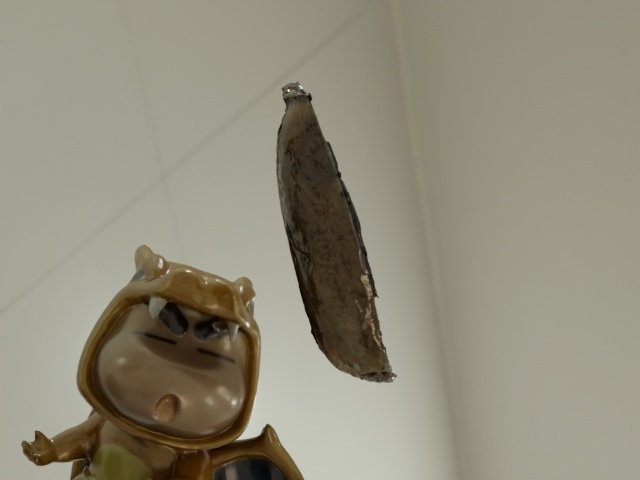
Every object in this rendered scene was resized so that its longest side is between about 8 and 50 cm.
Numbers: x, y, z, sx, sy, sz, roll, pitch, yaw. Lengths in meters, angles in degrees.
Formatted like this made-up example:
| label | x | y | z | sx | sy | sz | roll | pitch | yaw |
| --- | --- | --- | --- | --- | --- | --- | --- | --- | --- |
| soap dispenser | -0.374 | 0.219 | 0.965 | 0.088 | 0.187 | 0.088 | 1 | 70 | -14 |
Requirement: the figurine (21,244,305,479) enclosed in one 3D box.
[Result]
| label | x | y | z | sx | sy | sz | roll | pitch | yaw |
| --- | --- | --- | --- | --- | --- | --- | --- | --- | --- |
| figurine | -0.206 | 0.211 | 1.922 | 0.401 | 0.268 | 0.387 | 16 | -90 | 49 |

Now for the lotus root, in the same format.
| label | x | y | z | sx | sy | sz | roll | pitch | yaw |
| --- | --- | --- | --- | --- | --- | --- | --- | --- | --- |
| lotus root | -0.001 | -0.001 | 1.672 | 0.167 | 0.078 | 0.329 | -139 | -149 | -77 |
